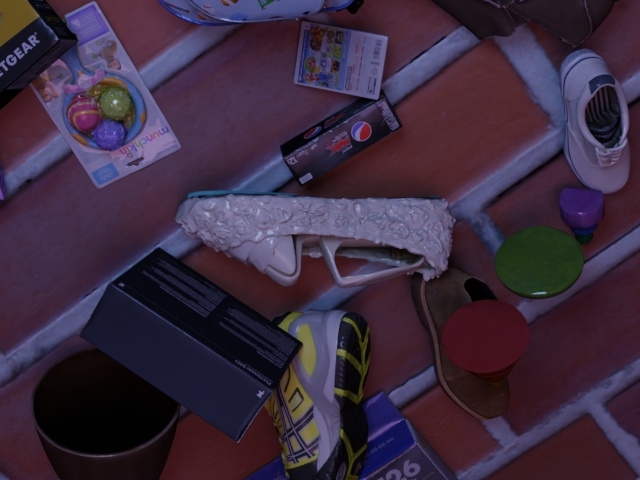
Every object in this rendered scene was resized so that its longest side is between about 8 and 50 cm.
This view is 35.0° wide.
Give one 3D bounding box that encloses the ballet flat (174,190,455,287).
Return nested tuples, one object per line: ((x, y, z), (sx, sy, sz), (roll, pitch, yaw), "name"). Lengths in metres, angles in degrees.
((0.000, 0.000, 1.440), (0.409, 0.147, 0.147), (0, 115, -9), "ballet flat")

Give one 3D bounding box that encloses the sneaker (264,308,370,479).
((-0.013, 0.281, 1.597), (0.147, 0.145, 0.385), (11, 106, 22), "sneaker")

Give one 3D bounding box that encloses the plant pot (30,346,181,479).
((-0.318, 0.316, 1.539), (0.215, 0.215, 0.230), (0, 129, -8), "plant pot")

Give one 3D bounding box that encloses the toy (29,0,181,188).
((-0.304, -0.185, 1.370), (0.137, 0.056, 0.237), (-25, 116, 5), "toy")

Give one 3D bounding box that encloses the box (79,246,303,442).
((-0.175, 0.140, 1.427), (0.261, 0.184, 0.103), (34, 107, 2), "box")

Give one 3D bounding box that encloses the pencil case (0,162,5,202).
((-0.531, -0.073, 1.371), (0.206, 0.088, 0.086), (-12, 123, -4), "pencil case")

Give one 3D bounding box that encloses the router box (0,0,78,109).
((-0.498, -0.246, 1.259), (0.309, 0.081, 0.243), (-39, 95, 10), "router box")

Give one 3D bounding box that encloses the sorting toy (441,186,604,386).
((0.314, 0.081, 1.494), (0.365, 0.127, 0.126), (-50, 143, -25), "sorting toy")

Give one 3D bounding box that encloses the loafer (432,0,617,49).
((0.222, -0.324, 1.337), (0.366, 0.134, 0.130), (9, 113, -12), "loafer")

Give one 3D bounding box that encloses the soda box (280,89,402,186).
((0.028, -0.147, 1.434), (0.169, 0.060, 0.053), (-30, 113, 7), "soda box")

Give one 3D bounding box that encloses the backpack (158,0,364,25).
((-0.095, -0.376, 1.226), (0.263, 0.213, 0.276), (-4, 117, 16), "backpack")

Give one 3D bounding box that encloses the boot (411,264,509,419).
((0.243, 0.170, 1.572), (0.112, 0.115, 0.305), (-43, 122, -28), "boot")

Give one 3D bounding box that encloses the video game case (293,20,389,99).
((0.028, -0.246, 1.385), (0.122, 0.011, 0.087), (13, 111, 12), "video game case")

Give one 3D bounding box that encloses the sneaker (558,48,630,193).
((0.396, -0.148, 1.449), (0.094, 0.091, 0.258), (-24, 132, 8), "sneaker")

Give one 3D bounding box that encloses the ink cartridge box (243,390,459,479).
((0.070, 0.448, 1.720), (0.303, 0.072, 0.307), (-35, 117, 9), "ink cartridge box")
